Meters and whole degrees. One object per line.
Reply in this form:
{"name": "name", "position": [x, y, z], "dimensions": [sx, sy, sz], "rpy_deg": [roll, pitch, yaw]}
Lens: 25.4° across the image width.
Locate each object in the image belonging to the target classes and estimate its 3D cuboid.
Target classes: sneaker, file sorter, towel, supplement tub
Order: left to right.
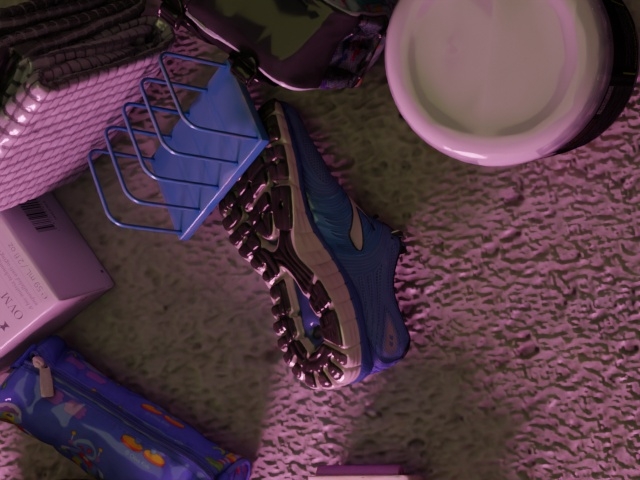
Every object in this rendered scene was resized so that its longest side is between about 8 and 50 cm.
{"name": "towel", "position": [-0.303, -0.143, 1.480], "dimensions": [0.121, 0.284, 0.235], "rpy_deg": [46, 122, 6]}
{"name": "file sorter", "position": [-0.157, -0.102, 1.510], "dimensions": [0.170, 0.105, 0.118], "rpy_deg": [-48, 51, 34]}
{"name": "sneaker", "position": [0.000, 0.000, 1.510], "dimensions": [0.130, 0.147, 0.330], "rpy_deg": [-37, 65, 42]}
{"name": "supplement tub", "position": [0.190, -0.170, 1.317], "dimensions": [0.194, 0.316, 0.193], "rpy_deg": [2, 96, 19]}

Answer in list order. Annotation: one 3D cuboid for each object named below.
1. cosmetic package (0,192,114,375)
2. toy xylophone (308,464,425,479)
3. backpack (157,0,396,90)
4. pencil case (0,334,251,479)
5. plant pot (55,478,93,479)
{"name": "cosmetic package", "position": [-0.406, 0.033, 1.634], "dimensions": [0.225, 0.138, 0.224], "rpy_deg": [-38, 83, 20]}
{"name": "toy xylophone", "position": [0.089, 0.386, 1.532], "dimensions": [0.236, 0.081, 0.322], "rpy_deg": [-12, 92, 19]}
{"name": "backpack", "position": [-0.026, -0.255, 1.417], "dimensions": [0.225, 0.253, 0.191], "rpy_deg": [37, 101, 13]}
{"name": "pencil case", "position": [-0.227, 0.221, 1.598], "dimensions": [0.306, 0.133, 0.119], "rpy_deg": [32, 64, 12]}
{"name": "plant pot", "position": [-0.305, 0.387, 1.609], "dimensions": [0.212, 0.187, 0.212], "rpy_deg": [-28, 86, 19]}
